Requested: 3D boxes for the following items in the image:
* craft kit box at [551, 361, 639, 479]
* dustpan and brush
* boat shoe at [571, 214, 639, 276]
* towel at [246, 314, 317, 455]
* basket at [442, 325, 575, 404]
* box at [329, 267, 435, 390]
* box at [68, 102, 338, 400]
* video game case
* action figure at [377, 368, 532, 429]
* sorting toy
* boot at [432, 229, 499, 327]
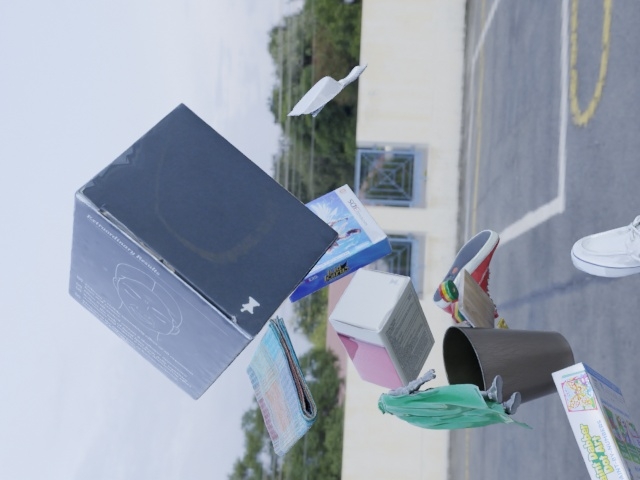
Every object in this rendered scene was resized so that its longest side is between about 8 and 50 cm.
[{"bbox_3d":[0.450,0.327,1.095,0.250,0.061,0.246,31,-144,-51],"label":"craft kit box"},{"bbox_3d":[0.024,-0.352,1.692,0.211,0.060,0.147,-49,17,-2],"label":"dustpan and brush"},{"bbox_3d":[0.526,-0.006,1.144,0.084,0.258,0.095,60,-147,-37],"label":"boat shoe"},{"bbox_3d":[-0.109,0.382,1.839,0.271,0.040,0.370,67,155,22],"label":"towel"},{"bbox_3d":[0.398,0.261,1.516,0.154,0.227,0.204,105,154,-46],"label":"basket"},{"bbox_3d":[0.136,0.193,1.541,0.148,0.127,0.232,-56,-41,-30],"label":"box"},{"bbox_3d":[-0.201,0.040,1.110,0.212,0.293,0.395,-50,0,-30],"label":"box"},{"bbox_3d":[0.000,0.000,1.755,0.244,0.270,0.061,57,171,49],"label":"video game case"},{"bbox_3d":[0.170,0.233,1.046,0.137,0.232,0.063,43,-127,-29],"label":"action figure"},{"bbox_3d":[0.348,0.162,1.652,0.274,0.046,0.132,47,-145,-24],"label":"sorting toy"},{"bbox_3d":[0.427,0.108,1.895,0.244,0.176,0.088,-56,18,0],"label":"boot"}]
